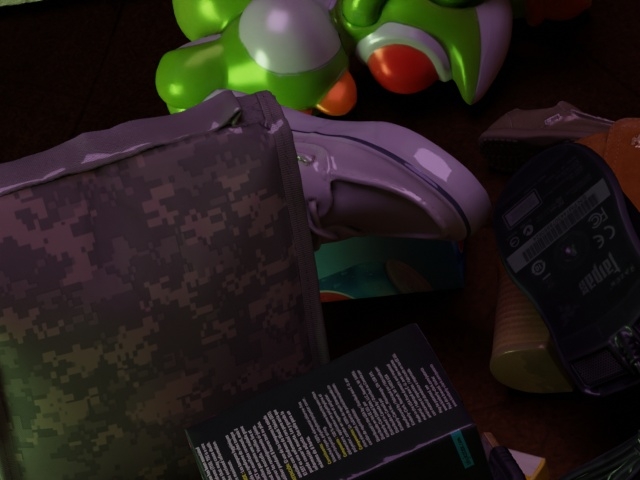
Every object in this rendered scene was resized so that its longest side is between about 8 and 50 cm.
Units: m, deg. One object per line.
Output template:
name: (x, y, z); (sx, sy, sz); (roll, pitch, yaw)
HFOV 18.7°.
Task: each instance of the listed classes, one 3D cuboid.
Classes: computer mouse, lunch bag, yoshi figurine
computer mouse: (0.164, 0.070, 1.227); (0.184, 0.060, 0.262); (-46, 43, 15)
lunch bag: (-0.126, 0.038, 1.256); (0.235, 0.287, 0.169); (-17, 42, -14)
yoshi figurine: (0.027, -0.216, 1.589); (0.362, 0.203, 0.203); (-19, 26, 1)

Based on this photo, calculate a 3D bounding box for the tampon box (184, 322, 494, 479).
tampon box: (0.018, 0.152, 1.196); (0.161, 0.120, 0.101); (-24, 41, -4)

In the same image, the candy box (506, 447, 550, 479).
candy box: (0.057, 0.208, 1.235); (0.105, 0.027, 0.206); (11, 49, 32)

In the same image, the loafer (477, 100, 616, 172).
loafer: (0.192, -0.079, 1.471); (0.148, 0.056, 0.050); (8, 54, 26)

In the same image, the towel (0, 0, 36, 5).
towel: (-0.219, -0.328, 1.882); (0.187, 0.049, 0.282); (-8, 44, 13)

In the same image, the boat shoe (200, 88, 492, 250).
boat shoe: (-0.005, -0.037, 1.360); (0.267, 0.096, 0.088); (20, 60, 34)

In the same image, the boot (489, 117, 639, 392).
boot: (0.260, 0.003, 1.320); (0.295, 0.104, 0.211); (-2, 50, 26)

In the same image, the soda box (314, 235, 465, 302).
soda box: (0.000, 0.000, 1.440); (0.210, 0.071, 0.067); (-6, 45, 13)
